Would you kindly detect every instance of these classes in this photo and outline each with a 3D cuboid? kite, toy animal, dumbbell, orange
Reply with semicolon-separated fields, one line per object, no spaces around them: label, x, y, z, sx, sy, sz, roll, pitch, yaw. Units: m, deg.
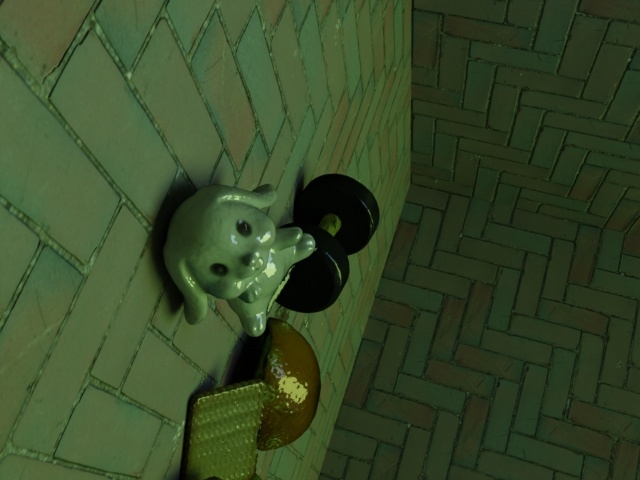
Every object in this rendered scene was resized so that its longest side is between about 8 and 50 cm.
kite;-0.084;0.175;1.875;0.127;0.016;0.229;95;19;-46
toy animal;-0.136;0.010;1.137;0.249;0.174;0.289;-53;158;-31
dumbbell;0.000;0.000;1.608;0.322;0.203;0.204;-57;158;-53
orange;-0.097;0.338;1.644;0.263;0.196;0.335;-94;180;-50

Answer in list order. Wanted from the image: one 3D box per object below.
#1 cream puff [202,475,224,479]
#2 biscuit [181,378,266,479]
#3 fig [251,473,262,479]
cream puff;-0.230;0.581;1.336;0.244;0.196;0.244;3;86;-47
biscuit;-0.198;0.406;1.423;0.172;0.029;0.255;-7;115;-38
fig;-0.194;0.616;1.560;0.167;0.167;0.234;-53;148;-59
